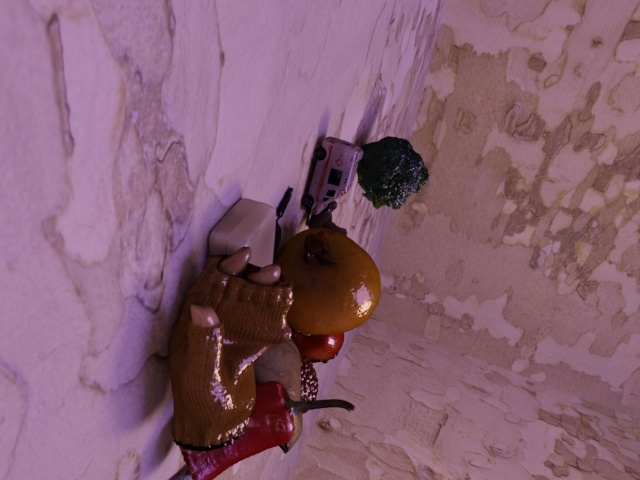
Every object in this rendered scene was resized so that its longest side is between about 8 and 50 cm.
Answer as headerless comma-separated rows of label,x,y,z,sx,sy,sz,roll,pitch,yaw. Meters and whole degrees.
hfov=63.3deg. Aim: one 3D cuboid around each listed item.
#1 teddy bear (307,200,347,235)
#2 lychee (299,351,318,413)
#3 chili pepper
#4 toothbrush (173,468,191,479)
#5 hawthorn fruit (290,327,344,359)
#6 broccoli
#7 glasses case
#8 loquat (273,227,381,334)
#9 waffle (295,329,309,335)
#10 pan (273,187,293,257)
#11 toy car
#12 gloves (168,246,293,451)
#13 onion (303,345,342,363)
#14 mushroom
teddy bear,0.005,-0.054,1.407,0.119,0.078,0.160,-45,-137,33
lychee,-0.096,0.421,1.487,0.200,0.200,0.238,-43,144,-65
chili pepper,-0.117,0.354,1.045,0.339,0.134,0.131,-22,177,-19
toothbrush,-0.286,0.513,1.149,0.413,0.042,0.035,-7,116,-74
hawthorn fruit,-0.019,0.302,1.699,0.200,0.179,0.179,33,77,-61
broccoli,0.227,-0.226,1.765,0.245,0.266,0.294,116,-24,-60
glasses case,-0.148,0.077,0.987,0.131,0.070,0.312,-57,163,-47
loquat,0.006,0.093,1.265,0.275,0.275,0.274,19,90,-78
waffle,0.013,0.154,1.544,0.310,0.065,0.283,-37,134,-28
pan,-0.102,-0.022,1.135,0.136,0.028,0.235,88,24,-61
toy car,0.030,-0.155,1.321,0.089,0.108,0.209,-45,154,-68
gloves,-0.163,0.176,0.853,0.203,0.156,0.356,-4,118,-55
onion,-0.011,0.348,1.860,0.147,0.184,0.184,61,36,-22
mushroom,-0.099,0.370,1.263,0.212,0.218,0.291,-30,147,-42
